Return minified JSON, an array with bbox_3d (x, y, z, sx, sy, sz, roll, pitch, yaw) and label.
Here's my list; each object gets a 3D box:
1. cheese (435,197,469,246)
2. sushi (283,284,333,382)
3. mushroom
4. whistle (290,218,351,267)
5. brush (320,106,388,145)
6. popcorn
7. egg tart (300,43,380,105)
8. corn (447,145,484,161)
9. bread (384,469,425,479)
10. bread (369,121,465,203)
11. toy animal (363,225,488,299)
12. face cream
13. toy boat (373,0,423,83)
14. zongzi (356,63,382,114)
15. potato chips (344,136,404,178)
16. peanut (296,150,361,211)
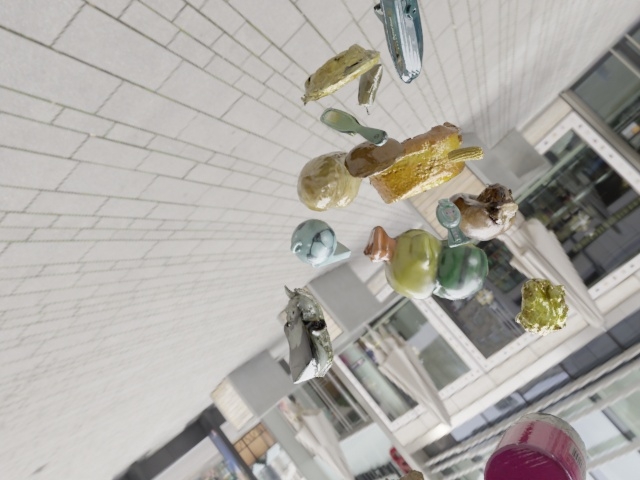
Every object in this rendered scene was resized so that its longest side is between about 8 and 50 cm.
[{"bbox_3d":[0.314,-0.045,1.315,0.067,0.121,0.026,-13,166,-17],"label":"cheese"},{"bbox_3d":[-0.033,0.249,1.537,0.109,0.273,0.134,6,141,-29],"label":"sushi"},{"bbox_3d":[0.586,-0.099,1.972,0.263,0.195,0.283,9,170,-13],"label":"mushroom"},{"bbox_3d":[0.000,0.000,1.806,0.289,0.163,0.163,-15,153,-50],"label":"whistle"},{"bbox_3d":[0.111,-0.345,1.709,0.068,0.297,0.060,-54,138,0],"label":"brush"},{"bbox_3d":[0.704,0.211,1.726,0.197,0.155,0.198,-18,113,-50],"label":"popcorn"},{"bbox_3d":[0.052,-0.510,1.657,0.278,0.095,0.279,-30,-167,8],"label":"egg tart"},{"bbox_3d":[0.373,-0.221,1.404,0.092,0.037,0.037,-7,-178,24],"label":"corn"},{"bbox_3d":[0.185,0.555,1.191,0.113,0.060,0.082,-36,-150,40],"label":"bread"},{"bbox_3d":[0.349,-0.271,1.952,0.358,0.204,0.337,-27,-172,-7],"label":"bread"},{"bbox_3d":[0.288,0.070,1.511,0.216,0.338,0.191,89,13,-85],"label":"toy animal"},{"bbox_3d":[0.442,0.463,1.112,0.175,0.175,0.195,-46,160,26],"label":"face cream"},{"bbox_3d":[0.200,-0.496,1.334,0.093,0.103,0.246,-42,134,-24],"label":"toy boat"},{"bbox_3d":[0.198,-0.593,2.136,0.178,0.081,0.189,-134,-128,-74],"label":"zongzi"},{"bbox_3d":[0.169,-0.276,1.732,0.201,0.150,0.049,-21,145,-12],"label":"potato chips"},{"bbox_3d":[0.033,-0.192,1.812,0.169,0.192,0.387,-9,-169,26],"label":"peanut"}]
